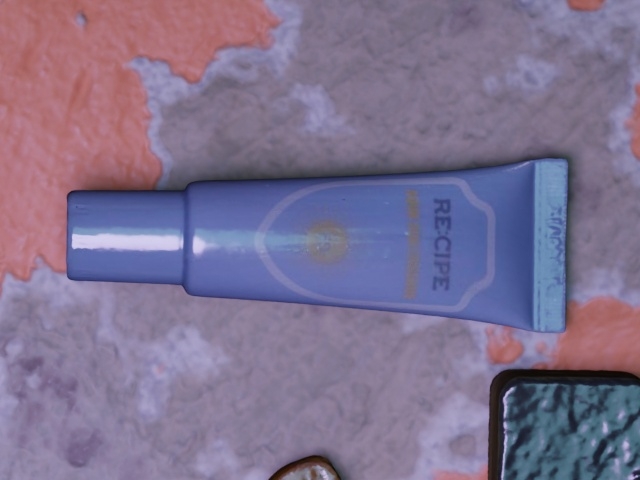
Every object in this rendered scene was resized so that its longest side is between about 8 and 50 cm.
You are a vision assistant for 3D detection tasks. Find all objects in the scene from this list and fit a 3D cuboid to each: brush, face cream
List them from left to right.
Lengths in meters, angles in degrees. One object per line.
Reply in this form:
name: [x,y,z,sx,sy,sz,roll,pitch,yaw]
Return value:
face cream: [0.000,0.000,1.308,0.385,0.086,0.136,1,88,-6]
brush: [0.191,0.198,1.312,0.123,0.059,0.197,1,87,0]

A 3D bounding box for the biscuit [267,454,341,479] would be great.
biscuit: [0.017,0.330,1.308,0.301,0.043,0.278,28,81,-4]
